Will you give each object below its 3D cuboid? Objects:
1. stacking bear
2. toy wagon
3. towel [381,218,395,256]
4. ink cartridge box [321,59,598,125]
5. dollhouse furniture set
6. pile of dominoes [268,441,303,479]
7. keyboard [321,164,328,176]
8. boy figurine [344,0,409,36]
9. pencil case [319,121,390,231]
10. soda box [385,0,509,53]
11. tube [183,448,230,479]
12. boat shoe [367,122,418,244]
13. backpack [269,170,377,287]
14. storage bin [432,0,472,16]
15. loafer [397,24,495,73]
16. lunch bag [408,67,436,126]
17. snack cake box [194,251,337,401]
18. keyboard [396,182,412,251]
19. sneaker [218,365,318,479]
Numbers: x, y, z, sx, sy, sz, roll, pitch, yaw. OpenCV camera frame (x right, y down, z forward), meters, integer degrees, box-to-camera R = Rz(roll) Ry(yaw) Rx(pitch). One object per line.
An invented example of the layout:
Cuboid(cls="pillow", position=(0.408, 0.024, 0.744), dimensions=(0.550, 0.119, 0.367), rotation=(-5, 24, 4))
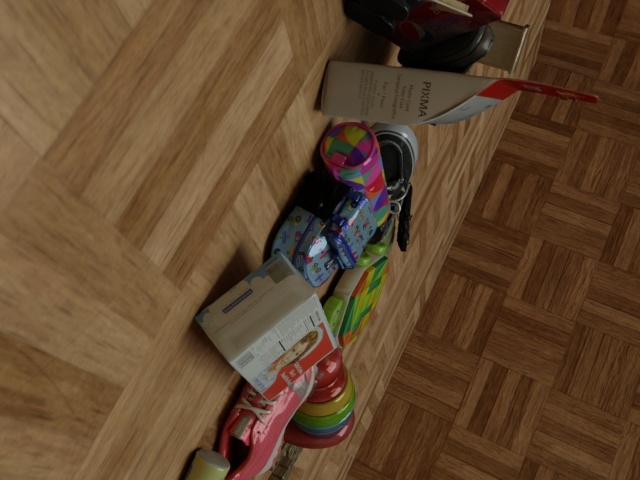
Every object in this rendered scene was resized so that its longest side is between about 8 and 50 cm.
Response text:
Cuboid(cls="stacking bear", position=(-0.008, 0.302, 1.379), dimensions=(0.175, 0.164, 0.289), rotation=(-55, 154, -36))
Cuboid(cls="toy wagon", position=(0.067, 0.147, 1.541), dimensions=(0.344, 0.068, 0.267), rotation=(-29, 138, -64))
Cuboid(cls="towel", position=(0.165, 0.009, 1.734), dimensions=(0.110, 0.027, 0.148), rotation=(-57, 160, -30))
Cuboid(cls="ink cartridge box", position=(0.234, -0.216, 1.053), dimensions=(0.308, 0.384, 0.091), rotation=(-23, 124, -66))
Cuboid(cls="dollhouse furniture set", position=(0.472, -0.540, 1.733), dimensions=(0.355, 0.173, 0.303), rotation=(-44, 151, -52))
Cuboid(cls="pile of dominoes", position=(-0.061, 0.554, 1.708), dimensions=(0.251, 0.040, 0.196), rotation=(-52, 157, -41))
Cuboid(cls="keyboard", position=(-0.009, -0.050, 1.170), dimensions=(0.072, 0.014, 0.256), rotation=(-2, 113, -66))
Cuboid(cls="boy figurine", position=(0.139, -0.446, 0.954), dimensions=(0.285, 0.092, 0.177), rotation=(-66, -169, -10))
Cuboid(cls="pencil case", position=(0.065, -0.102, 1.142), dimensions=(0.104, 0.104, 0.236), rotation=(-61, 156, -21))
Cuboid(cls="soda box", position=(0.184, -0.364, 0.995), dimensions=(0.092, 0.083, 0.263), rotation=(-65, -159, -6))
Cuboid(cls="tube", position=(-0.225, 0.463, 1.077), dimensions=(0.070, 0.062, 0.240), rotation=(27, 91, -33))
Cuboid(cls="boat shoe", position=(0.119, -0.105, 1.314), dimensions=(0.306, 0.113, 0.105), rotation=(104, 2, -54))
Cuboid(cls="backpack", position=(0.000, 0.000, 1.073), dimensions=(0.173, 0.116, 0.158), rotation=(-56, 154, -19))
Cuboid(cls="storage bin", position=(0.113, -0.419, 0.741), dimensions=(0.260, 0.123, 0.263), rotation=(-1, 114, -46))
Cuboid(cls="loafer", position=(0.221, -0.318, 1.091), dimensions=(0.096, 0.084, 0.267), rotation=(-62, -159, 3))
Cuboid(cls="lunch bag", position=(0.224, -0.336, 1.388), dimensions=(0.129, 0.096, 0.151), rotation=(-63, 148, -7))
Cuboid(cls="snack cake box", position=(-0.070, 0.141, 0.998), dimensions=(0.152, 0.089, 0.264), rotation=(-39, 156, -11))
Cuboid(cls="keyboard", position=(0.209, -0.065, 1.714), dimensions=(0.100, 0.038, 0.192), rotation=(-111, -161, -63))
Cuboid(cls="sneaker", position=(-0.098, 0.297, 1.152), dimensions=(0.136, 0.115, 0.314), rotation=(-10, 121, -68))
